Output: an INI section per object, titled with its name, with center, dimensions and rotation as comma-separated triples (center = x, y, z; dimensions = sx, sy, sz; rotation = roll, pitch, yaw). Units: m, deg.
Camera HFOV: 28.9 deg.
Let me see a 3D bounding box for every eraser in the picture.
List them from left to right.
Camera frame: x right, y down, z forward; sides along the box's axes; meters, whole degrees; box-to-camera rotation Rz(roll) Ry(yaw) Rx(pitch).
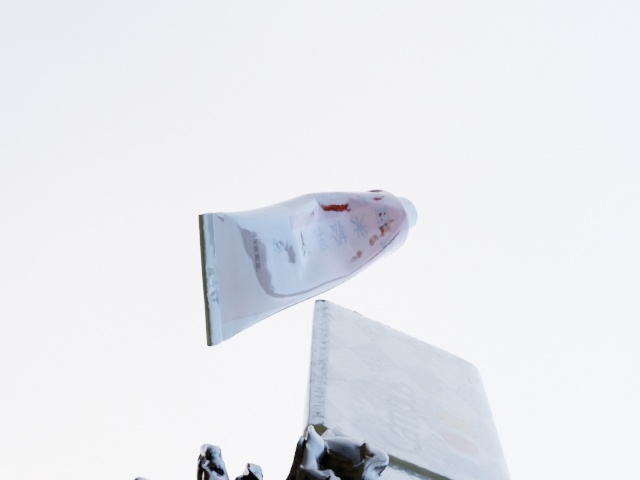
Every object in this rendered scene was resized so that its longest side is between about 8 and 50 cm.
[eraser]
center = 0.074, 0.175, 1.047
dimensions = 0.213, 0.397, 0.082
rotation = 22, -77, -4

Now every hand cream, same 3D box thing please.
[hand cream]
center = -0.002, -0.001, 0.636
dimensions = 0.038, 0.216, 0.052
rotation = -32, -96, 27

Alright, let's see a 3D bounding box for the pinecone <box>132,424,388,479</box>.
[pinecone]
center = -0.034, 0.210, 0.623
dimensions = 0.243, 0.257, 0.243
rotation = -164, -90, -76
